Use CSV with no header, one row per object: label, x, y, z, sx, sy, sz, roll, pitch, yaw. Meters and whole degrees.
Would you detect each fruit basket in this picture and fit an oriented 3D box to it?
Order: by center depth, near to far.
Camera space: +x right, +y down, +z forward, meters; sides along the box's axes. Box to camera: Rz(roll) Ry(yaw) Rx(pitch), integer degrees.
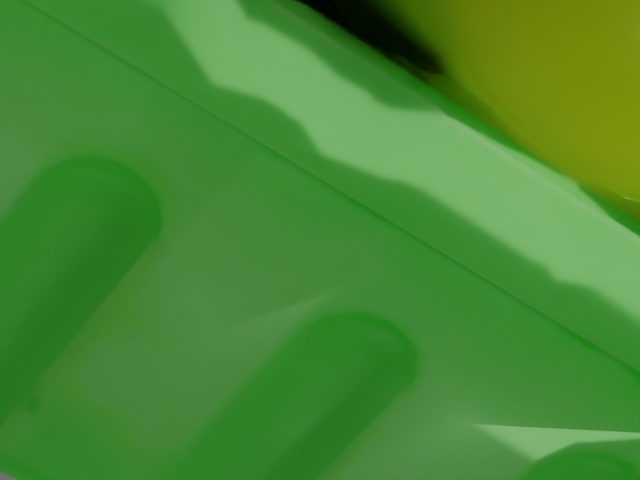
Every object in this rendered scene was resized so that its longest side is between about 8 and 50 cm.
fruit basket,0.051,-0.074,0.515,0.392,0.283,0.392,-3,115,-6

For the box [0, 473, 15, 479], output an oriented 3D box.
box,-0.175,0.068,0.836,0.181,0.182,0.119,-20,151,7
